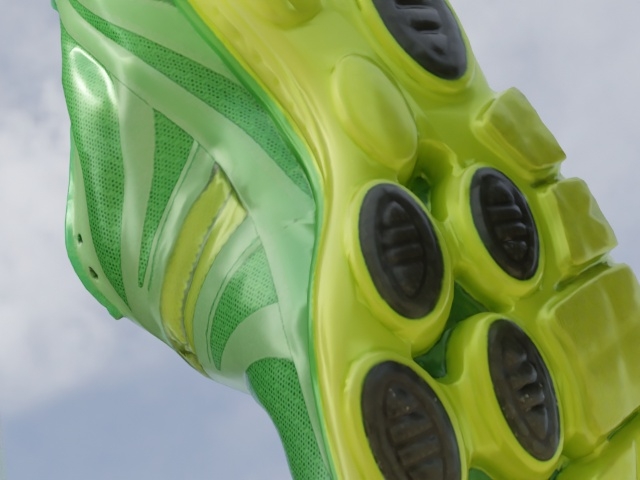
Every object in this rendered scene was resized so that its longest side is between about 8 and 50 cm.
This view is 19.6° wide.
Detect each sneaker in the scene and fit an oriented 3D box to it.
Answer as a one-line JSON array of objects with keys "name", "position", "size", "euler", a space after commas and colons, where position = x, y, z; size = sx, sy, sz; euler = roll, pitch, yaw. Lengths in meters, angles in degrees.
[{"name": "sneaker", "position": [0.000, 0.000, 0.521], "size": [0.109, 0.295, 0.123], "euler": [-3, -33, -33]}]

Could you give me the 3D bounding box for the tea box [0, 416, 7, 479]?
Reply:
[{"name": "tea box", "position": [-0.271, 0.014, 0.728], "size": [0.220, 0.323, 0.329], "euler": [-11, -29, 2]}]
